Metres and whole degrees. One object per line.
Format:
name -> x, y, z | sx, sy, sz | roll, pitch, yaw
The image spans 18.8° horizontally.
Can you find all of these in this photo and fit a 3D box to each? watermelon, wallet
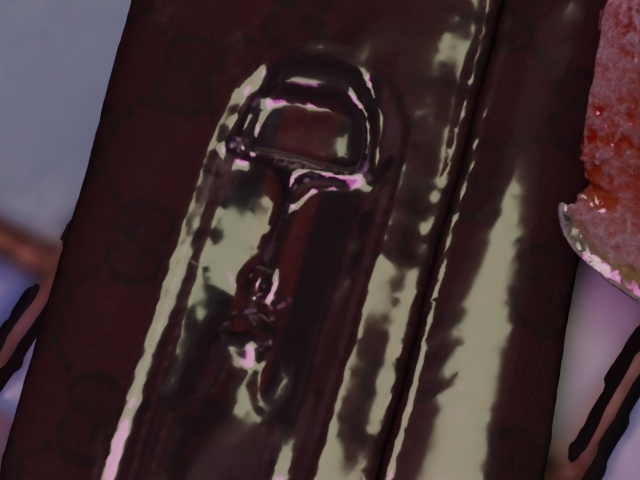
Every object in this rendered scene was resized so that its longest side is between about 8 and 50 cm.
watermelon -> 0.134, -0.075, 0.615 | 0.071, 0.139, 0.187 | 30, 71, 40
wallet -> 0.000, 0.000, 0.653 | 0.182, 0.049, 0.229 | 10, 77, 14
